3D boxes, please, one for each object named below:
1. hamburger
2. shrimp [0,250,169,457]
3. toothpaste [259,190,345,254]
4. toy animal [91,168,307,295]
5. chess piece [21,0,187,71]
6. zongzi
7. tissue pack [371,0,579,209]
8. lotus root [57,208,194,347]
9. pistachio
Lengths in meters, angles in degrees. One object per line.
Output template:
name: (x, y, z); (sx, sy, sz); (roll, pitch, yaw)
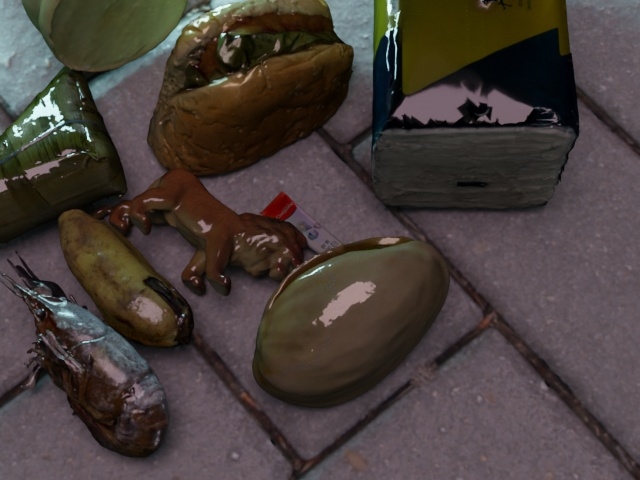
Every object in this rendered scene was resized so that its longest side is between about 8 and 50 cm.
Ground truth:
hamburger: (-0.101, -0.233, 1.746); (0.330, 0.209, 0.162); (-30, 68, -8)
shrimp: (-0.322, 0.146, 1.631); (0.343, 0.145, 0.116); (47, 50, 14)
toothpaste: (0.000, 0.000, 1.735); (0.190, 0.031, 0.048); (38, 73, 19)
toy animal: (-0.156, -0.018, 1.724); (0.312, 0.097, 0.157); (35, 60, 18)
chess piece: (-0.404, -0.476, 1.859); (0.234, 0.234, 0.442); (-33, 66, -12)
zongzi: (-0.427, -0.134, 1.771); (0.250, 0.125, 0.274); (-22, 53, -6)
tissue pack: (0.204, -0.276, 1.728); (0.264, 0.253, 0.417); (1, 65, 3)
lotus root: (-0.266, 0.058, 1.678); (0.097, 0.110, 0.258); (-48, 65, 6)
pistachio: (0.040, 0.107, 1.613); (0.288, 0.166, 0.197); (-31, 108, -5)
